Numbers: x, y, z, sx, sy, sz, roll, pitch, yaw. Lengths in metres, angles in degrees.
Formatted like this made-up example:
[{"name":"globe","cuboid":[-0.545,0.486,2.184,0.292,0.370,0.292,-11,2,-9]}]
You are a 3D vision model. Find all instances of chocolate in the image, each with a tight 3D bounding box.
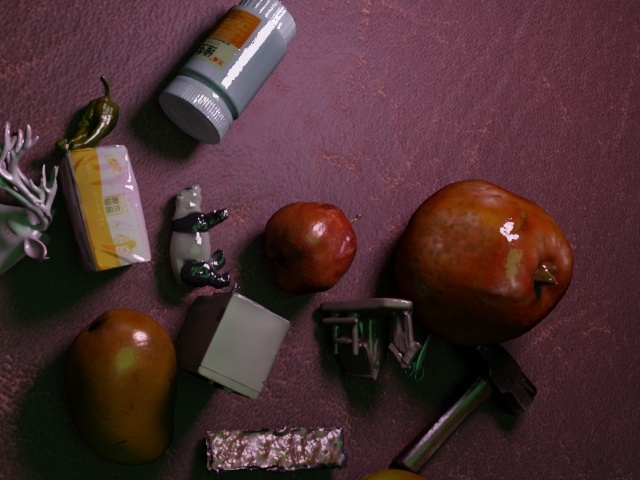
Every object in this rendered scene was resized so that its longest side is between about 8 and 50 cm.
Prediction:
[{"name":"chocolate","cuboid":[-0.095,0.456,1.562,0.329,0.065,0.102,7,68,-27]}]

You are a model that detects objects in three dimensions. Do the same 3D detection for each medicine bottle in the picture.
[{"name":"medicine bottle","cuboid":[-0.191,-0.374,1.536,0.158,0.158,0.318,40,70,-17]}]

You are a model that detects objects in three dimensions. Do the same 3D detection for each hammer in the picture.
[{"name":"hammer","cuboid":[0.339,0.423,1.761,0.409,0.095,0.242,-42,104,-21]}]

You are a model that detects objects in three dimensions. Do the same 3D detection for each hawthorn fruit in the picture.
[{"name":"hawthorn fruit","cuboid":[0.000,0.000,1.583,0.243,0.207,0.207,-28,98,-30]},{"name":"hawthorn fruit","cuboid":[0.385,0.060,1.652,0.402,0.403,0.403,3,84,-26]}]

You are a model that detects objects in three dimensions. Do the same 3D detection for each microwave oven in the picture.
[{"name":"microwave oven","cuboid":[-0.184,0.202,1.439,0.145,0.240,0.194,32,72,-19]}]

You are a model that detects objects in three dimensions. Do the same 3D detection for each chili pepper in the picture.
[{"name":"chili pepper","cuboid":[-0.448,-0.239,1.442,0.073,0.072,0.204,55,50,-40]}]

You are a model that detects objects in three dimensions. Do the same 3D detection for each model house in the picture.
[{"name":"model house","cuboid":[0.118,0.221,1.622,0.122,0.229,0.188,-3,88,-59]}]

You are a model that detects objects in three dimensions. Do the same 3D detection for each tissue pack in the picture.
[{"name":"tissue pack","cuboid":[-0.417,-0.055,1.381,0.124,0.185,0.225,-14,92,-27]}]

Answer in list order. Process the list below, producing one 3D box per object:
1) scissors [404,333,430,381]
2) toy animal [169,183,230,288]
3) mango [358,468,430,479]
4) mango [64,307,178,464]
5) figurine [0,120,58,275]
[{"name":"scissors","cuboid":[0.246,0.285,1.768,0.058,0.014,0.119,28,77,-22]},{"name":"toy animal","cuboid":[-0.258,-0.008,1.511,0.121,0.094,0.225,-2,87,-17]},{"name":"mango","cuboid":[0.205,0.609,1.653,0.289,0.129,0.146,35,88,-14]},{"name":"mango","cuboid":[-0.376,0.289,1.382,0.211,0.173,0.317,-13,102,-27]},{"name":"figurine","cuboid":[-0.603,-0.053,1.289,0.315,0.206,0.284,-24,107,-30]}]
